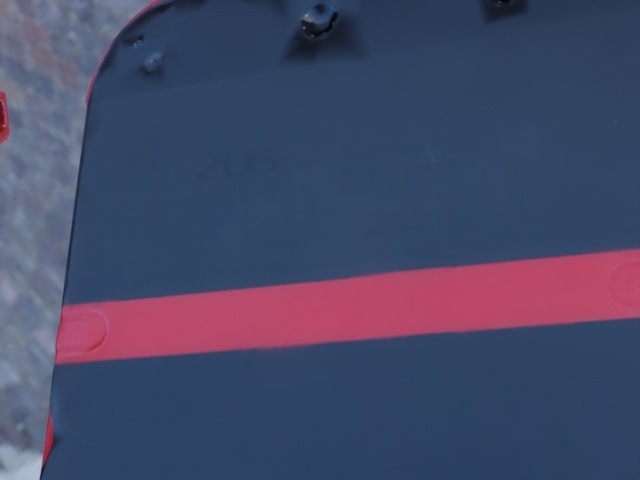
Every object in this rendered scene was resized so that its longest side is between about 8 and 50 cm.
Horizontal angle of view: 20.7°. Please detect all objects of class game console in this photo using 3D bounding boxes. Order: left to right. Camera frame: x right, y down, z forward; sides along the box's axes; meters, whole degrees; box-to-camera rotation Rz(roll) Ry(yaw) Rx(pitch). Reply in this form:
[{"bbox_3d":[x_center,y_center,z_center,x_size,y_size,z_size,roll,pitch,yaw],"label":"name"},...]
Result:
[{"bbox_3d":[0.045,0.026,0.760,0.386,0.342,0.060,-7,160,31],"label":"game console"}]

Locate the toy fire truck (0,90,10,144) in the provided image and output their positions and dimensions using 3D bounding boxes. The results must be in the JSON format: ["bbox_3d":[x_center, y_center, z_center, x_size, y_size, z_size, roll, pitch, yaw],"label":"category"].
[{"bbox_3d":[-0.328,-0.045,1.423,0.135,0.047,0.192,18,119,13],"label":"toy fire truck"}]
